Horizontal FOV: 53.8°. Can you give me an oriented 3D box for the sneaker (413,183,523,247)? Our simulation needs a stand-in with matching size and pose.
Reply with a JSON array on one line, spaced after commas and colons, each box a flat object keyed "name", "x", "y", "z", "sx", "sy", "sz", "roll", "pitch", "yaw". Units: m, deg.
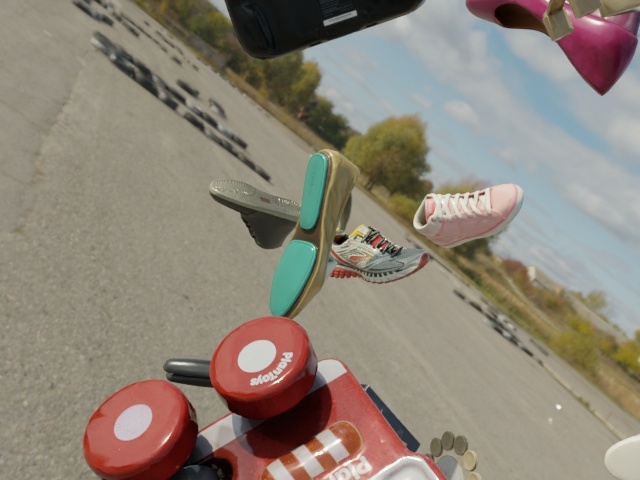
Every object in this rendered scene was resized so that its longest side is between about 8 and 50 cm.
[{"name": "sneaker", "x": 0.164, "y": -0.034, "z": 0.730, "sx": 0.070, "sy": 0.134, "sz": 0.051, "roll": 23, "pitch": 57, "yaw": -28}]

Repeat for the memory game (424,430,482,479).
[{"name": "memory game", "x": 0.242, "y": 0.455, "z": 1.188, "sx": 0.012, "sy": 0.186, "sz": 0.186, "roll": 15, "pitch": 16, "yaw": -23}]

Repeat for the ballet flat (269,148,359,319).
[{"name": "ballet flat", "x": 0.000, "y": 0.000, "z": 0.823, "sx": 0.073, "sy": 0.232, "sz": 0.080, "roll": 14, "pitch": 5, "yaw": -38}]

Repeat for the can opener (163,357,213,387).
[{"name": "can opener", "x": -0.132, "y": 0.191, "z": 0.904, "sx": 0.073, "sy": 0.186, "sz": 0.059, "roll": -89, "pitch": 175, "yaw": -51}]

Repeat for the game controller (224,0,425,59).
[{"name": "game controller", "x": 0.011, "y": -0.394, "z": 0.962, "sx": 0.067, "sy": 0.319, "sz": 0.167, "roll": -116, "pitch": -172, "yaw": -61}]

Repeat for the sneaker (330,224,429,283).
[{"name": "sneaker", "x": 0.090, "y": 0.022, "z": 1.131, "sx": 0.225, "sy": 0.093, "sz": 0.088, "roll": 3, "pitch": 19, "yaw": 39}]

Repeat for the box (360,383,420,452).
[{"name": "box", "x": 0.058, "y": 0.350, "z": 1.061, "sx": 0.158, "sy": 0.156, "sz": 0.093, "roll": 50, "pitch": -28, "yaw": -17}]

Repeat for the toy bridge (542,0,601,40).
[{"name": "toy bridge", "x": 0.265, "y": -0.262, "z": 0.649, "sx": 0.188, "sy": 0.026, "sz": 0.063, "roll": -32, "pitch": 98, "yaw": -88}]

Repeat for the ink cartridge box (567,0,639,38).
[{"name": "ink cartridge box", "x": 0.556, "y": -0.533, "z": 1.309, "sx": 0.065, "sy": 0.185, "sz": 0.311, "roll": -15, "pitch": -70, "yaw": 56}]

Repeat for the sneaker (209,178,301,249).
[{"name": "sneaker", "x": -0.155, "y": -0.049, "z": 1.389, "sx": 0.222, "sy": 0.118, "sz": 0.083, "roll": 19, "pitch": 32, "yaw": -23}]

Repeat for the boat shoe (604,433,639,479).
[{"name": "boat shoe", "x": 0.454, "y": 0.256, "z": 0.799, "sx": 0.066, "sy": 0.184, "sz": 0.063, "roll": 60, "pitch": 23, "yaw": 6}]

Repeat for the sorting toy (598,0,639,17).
[{"name": "sorting toy", "x": 0.495, "y": -0.281, "z": 0.715, "sx": 0.257, "sy": 0.090, "sz": 0.255, "roll": -6, "pitch": 14, "yaw": 46}]

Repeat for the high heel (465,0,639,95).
[{"name": "high heel", "x": 0.376, "y": -0.366, "z": 1.117, "sx": 0.127, "sy": 0.181, "sz": 0.377, "roll": 19, "pitch": 5, "yaw": -35}]

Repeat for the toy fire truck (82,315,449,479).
[{"name": "toy fire truck", "x": -0.060, "y": 0.232, "z": 0.559, "sx": 0.254, "sy": 0.302, "sz": 0.169, "roll": 46, "pitch": -20, "yaw": 50}]
